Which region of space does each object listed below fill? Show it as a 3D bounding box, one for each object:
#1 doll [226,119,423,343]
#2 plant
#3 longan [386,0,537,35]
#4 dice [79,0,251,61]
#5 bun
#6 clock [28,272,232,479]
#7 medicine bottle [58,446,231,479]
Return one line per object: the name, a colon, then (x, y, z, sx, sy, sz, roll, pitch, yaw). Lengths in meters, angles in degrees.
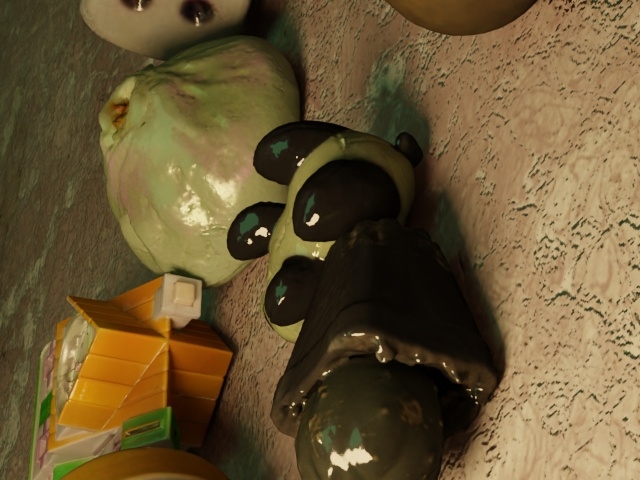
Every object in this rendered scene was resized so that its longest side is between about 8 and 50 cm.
doll: (0.001, 0.000, 1.478, 0.234, 0.135, 0.143, -66, 32, 30)
plant: (0.051, 0.107, 1.309, 0.164, 0.142, 0.256, -47, 26, 46)
longan: (0.115, -0.275, 1.316, 0.212, 0.198, 0.198, -66, 27, 21)
dice: (-0.171, -0.335, 1.910, 0.193, 0.192, 0.194, -89, 18, -44)
bun: (-0.153, -0.099, 1.790, 0.293, 0.187, 0.293, -35, 49, 54)
clock: (-0.218, 0.165, 1.804, 0.309, 0.166, 0.235, 135, 141, -52)
medicine bottle: (-0.145, 0.344, 1.478, 0.238, 0.238, 0.232, -68, 28, 16)
